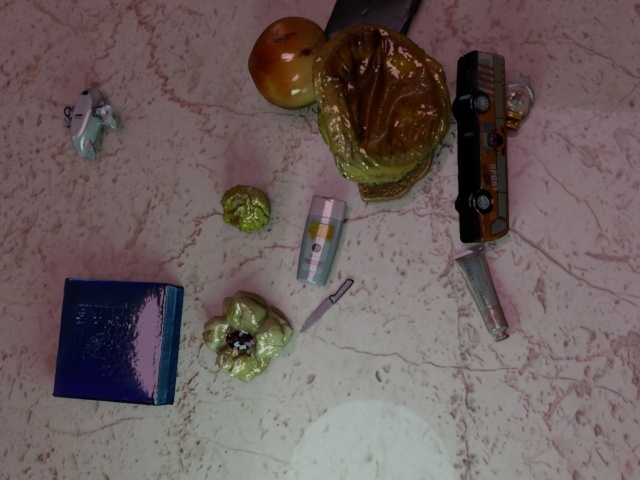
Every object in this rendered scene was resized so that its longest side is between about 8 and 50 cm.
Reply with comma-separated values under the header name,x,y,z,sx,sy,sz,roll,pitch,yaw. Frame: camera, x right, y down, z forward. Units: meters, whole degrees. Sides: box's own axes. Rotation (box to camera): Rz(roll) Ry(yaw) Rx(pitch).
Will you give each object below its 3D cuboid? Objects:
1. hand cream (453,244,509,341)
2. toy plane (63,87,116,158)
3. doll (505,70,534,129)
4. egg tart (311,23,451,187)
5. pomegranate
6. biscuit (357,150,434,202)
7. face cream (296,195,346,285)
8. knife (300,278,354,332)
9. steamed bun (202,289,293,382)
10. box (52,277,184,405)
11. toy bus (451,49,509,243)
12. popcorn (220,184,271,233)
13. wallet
name,x,y,z,sx,sy,sz,roll,pitch,yaw
hand cream,0.354,0.115,1.803,0.067,0.043,0.209,-23,72,10
toy plane,-0.569,-0.290,2.059,0.174,0.080,0.173,-7,76,31
doll,0.424,-0.307,1.820,0.073,0.084,0.127,16,95,13
egg tart,0.123,-0.294,1.818,0.340,0.153,0.351,-19,84,-25
pomegranate,-0.062,-0.392,1.895,0.209,0.209,0.209,-2,82,13
biscuit,0.167,-0.174,1.891,0.142,0.029,0.220,44,92,15
face cream,0.000,0.000,1.893,0.084,0.057,0.198,11,85,14
knife,0.012,0.148,1.894,0.023,0.010,0.170,45,95,15
steamed bun,-0.173,0.205,1.881,0.177,0.106,0.192,-40,74,4
box,-0.467,0.233,1.947,0.262,0.116,0.278,2,81,14
toy bus,0.343,-0.197,1.796,0.092,0.093,0.408,1,87,-25
popcorn,-0.173,-0.074,1.921,0.116,0.106,0.120,-26,77,-1
wallet,0.150,-0.600,1.945,0.197,0.051,0.377,19,86,18
